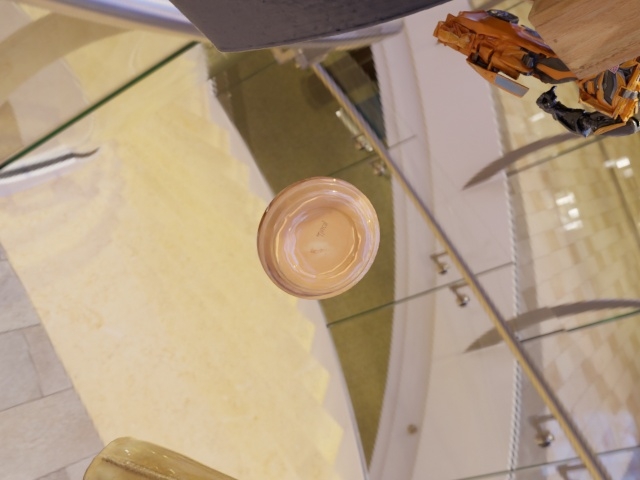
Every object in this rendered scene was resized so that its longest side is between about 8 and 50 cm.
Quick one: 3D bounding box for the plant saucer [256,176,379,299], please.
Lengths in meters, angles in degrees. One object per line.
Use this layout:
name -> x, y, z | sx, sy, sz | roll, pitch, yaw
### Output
plant saucer -> 0.000, 0.000, 0.492 | 0.083, 0.083, 0.013 | 52, -4, -24

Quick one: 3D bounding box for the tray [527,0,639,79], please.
tray -> 0.325, -0.256, 0.429 | 0.076, 0.411, 0.203 | 40, 59, -24

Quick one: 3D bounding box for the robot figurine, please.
robot figurine -> 0.284, -0.244, 0.893 | 0.291, 0.211, 0.085 | 35, 38, 26

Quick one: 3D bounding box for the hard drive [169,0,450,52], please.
hard drive -> 0.003, -0.187, 0.424 | 0.172, 0.255, 0.054 | 39, 50, -52

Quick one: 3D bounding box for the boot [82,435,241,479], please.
boot -> 0.009, 0.231, 0.444 | 0.089, 0.269, 0.236 | -45, 132, -49
